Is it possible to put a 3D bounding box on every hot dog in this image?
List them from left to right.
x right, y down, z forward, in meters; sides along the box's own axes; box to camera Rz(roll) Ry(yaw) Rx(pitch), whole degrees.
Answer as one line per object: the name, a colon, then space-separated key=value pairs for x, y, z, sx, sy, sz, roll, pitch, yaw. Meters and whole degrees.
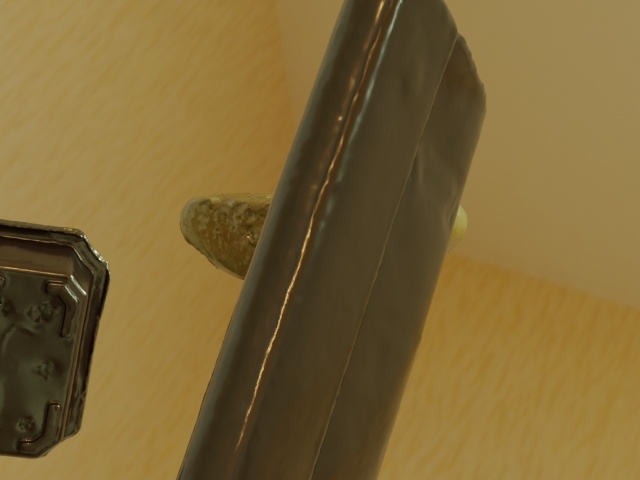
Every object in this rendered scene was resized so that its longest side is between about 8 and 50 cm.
hot dog: x=0.000 y=0.000 z=1.219 sx=0.242 sy=0.084 sz=0.073 roll=3 pitch=-79 yaw=28

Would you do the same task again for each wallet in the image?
wallet: x=0.013 y=0.047 z=0.964 sx=0.062 sy=0.406 sz=0.228 roll=10 pitch=-19 yaw=22

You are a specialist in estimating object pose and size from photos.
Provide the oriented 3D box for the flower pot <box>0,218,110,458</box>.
flower pot: x=-0.307 y=0.111 z=1.517 sx=0.179 sy=0.084 sz=0.251 roll=8 pitch=-75 yaw=-16
